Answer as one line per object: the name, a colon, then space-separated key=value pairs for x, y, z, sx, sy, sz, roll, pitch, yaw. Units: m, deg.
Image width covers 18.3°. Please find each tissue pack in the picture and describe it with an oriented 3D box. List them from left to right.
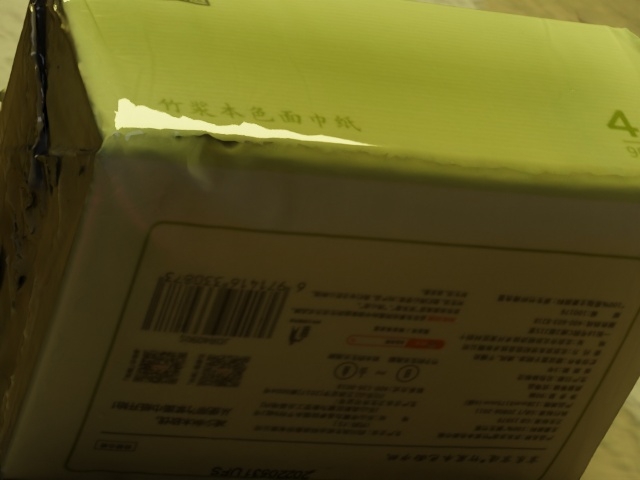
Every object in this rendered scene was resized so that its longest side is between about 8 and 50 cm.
tissue pack: x=0.000 y=0.000 z=0.710 sx=0.234 sy=0.159 sz=0.125 roll=3 pitch=39 yaw=-23
